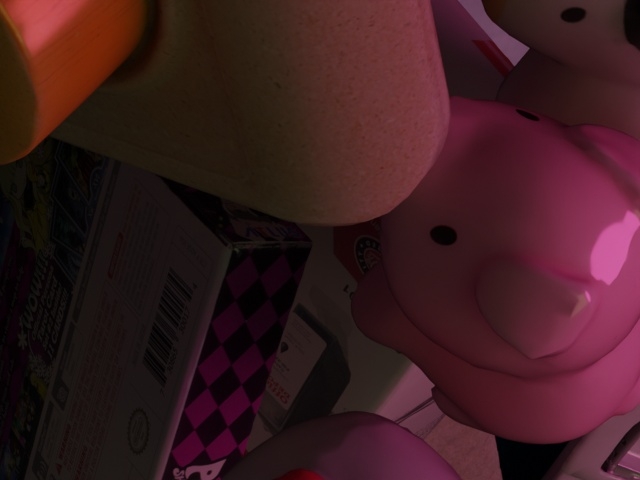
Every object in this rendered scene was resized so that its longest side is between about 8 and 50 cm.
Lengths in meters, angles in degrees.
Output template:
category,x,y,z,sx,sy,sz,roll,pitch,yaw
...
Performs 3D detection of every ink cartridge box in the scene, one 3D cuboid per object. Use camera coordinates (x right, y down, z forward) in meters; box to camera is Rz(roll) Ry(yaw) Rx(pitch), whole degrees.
category,x,y,z,sx,sy,sz,roll,pitch,yaw
ink cartridge box,0.000,0.000,0.743,0.092,0.158,0.218,-29,162,-33

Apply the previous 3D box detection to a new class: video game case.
category,x,y,z,sx,sy,sz,roll,pitch,yaw
video game case,-0.100,0.044,0.727,0.042,0.210,0.232,-2,122,-35

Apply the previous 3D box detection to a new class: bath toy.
category,x,y,z,sx,sy,sz,roll,pitch,yaw
bath toy,0.076,-0.004,0.557,0.151,0.129,0.348,42,68,-30

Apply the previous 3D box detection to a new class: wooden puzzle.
category,x,y,z,sx,sy,sz,roll,pitch,yaw
wooden puzzle,-0.155,-0.146,0.463,0.080,0.348,0.322,-53,145,-34

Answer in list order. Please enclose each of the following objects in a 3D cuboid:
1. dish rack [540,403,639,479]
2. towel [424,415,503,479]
category,x,y,z,sx,sy,sz,roll,pitch,yaw
dish rack,0.226,0.215,1.106,0.285,0.072,0.333,21,121,-16
towel,0.008,0.116,0.963,0.187,0.049,0.282,-33,137,-21
